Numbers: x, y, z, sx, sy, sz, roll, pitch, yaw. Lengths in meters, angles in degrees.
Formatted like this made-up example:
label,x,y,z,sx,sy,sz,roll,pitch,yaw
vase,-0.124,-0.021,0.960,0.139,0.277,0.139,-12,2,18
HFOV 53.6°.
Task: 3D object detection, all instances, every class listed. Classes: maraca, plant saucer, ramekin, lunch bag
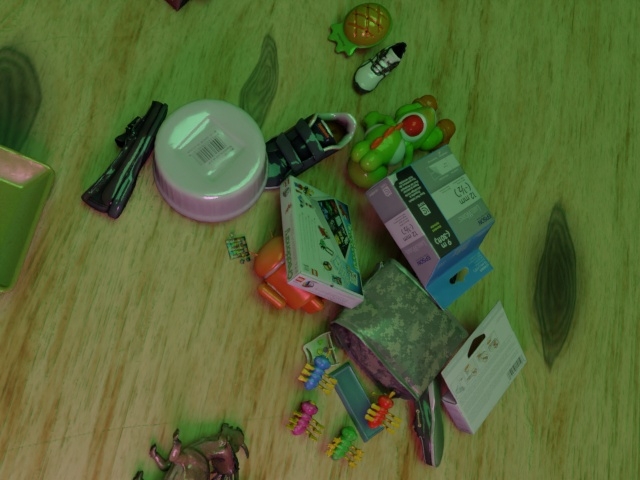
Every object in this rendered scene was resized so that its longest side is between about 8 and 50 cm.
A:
label,x,y,z,sx,sy,sz,roll,pitch,yaw
maraca,0.113,-0.595,1.780,0.186,0.099,0.127,-30,81,-1
plant saucer,0.092,0.400,1.568,0.067,0.018,0.192,-28,88,-26
ramekin,-0.254,-0.192,1.472,0.278,0.135,0.276,2,76,-8
plant saucer,-0.735,-0.070,1.239,0.333,0.081,0.332,25,46,-28
lunch bag,0.178,0.216,1.566,0.287,0.169,0.235,49,65,-10

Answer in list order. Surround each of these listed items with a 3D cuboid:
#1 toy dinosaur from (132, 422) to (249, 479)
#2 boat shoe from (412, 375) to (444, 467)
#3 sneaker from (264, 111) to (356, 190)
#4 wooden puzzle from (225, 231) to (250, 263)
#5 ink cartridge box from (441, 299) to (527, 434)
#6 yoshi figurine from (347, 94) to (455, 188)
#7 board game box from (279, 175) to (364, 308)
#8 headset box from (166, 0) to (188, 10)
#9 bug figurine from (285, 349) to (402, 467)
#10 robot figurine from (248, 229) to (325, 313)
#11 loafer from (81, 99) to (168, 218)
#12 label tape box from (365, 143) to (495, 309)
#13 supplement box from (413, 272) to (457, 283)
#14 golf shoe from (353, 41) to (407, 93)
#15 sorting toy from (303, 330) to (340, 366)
label,x,y,z,sx,sy,sz,roll,pitch,yaw
toy dinosaur,-0.274,0.516,1.334,0.200,0.127,0.295,34,72,-19
boat shoe,0.268,0.454,1.603,0.081,0.069,0.227,16,71,-61
sneaker,-0.046,-0.242,1.610,0.321,0.127,0.126,-35,93,-24
wooden puzzle,-0.202,0.018,1.544,0.049,0.006,0.083,-12,82,-25
ink cartridge box,0.412,0.324,1.648,0.275,0.060,0.238,-44,119,-25
yoshi figurine,0.193,-0.253,1.714,0.362,0.204,0.202,-32,126,-38
board game box,0.000,0.000,1.511,0.193,0.053,0.305,25,40,-32
headset box,-0.374,-0.748,1.602,0.293,0.110,0.218,40,66,-9
bug figurine,0.042,0.401,1.500,0.279,0.072,0.216,35,86,-13
robot figurine,-0.068,0.077,1.521,0.158,0.128,0.219,-44,97,10
loafer,-0.444,-0.200,1.446,0.095,0.109,0.302,23,72,-12
label tape box,0.307,-0.039,1.583,0.249,0.115,0.347,-30,85,-37
supplement box,0.311,0.081,1.700,0.083,0.083,0.056,26,69,-15
golf shoe,0.168,-0.495,1.778,0.077,0.094,0.198,44,67,-9
sorting toy,-0.002,0.272,1.549,0.075,0.045,0.083,-14,83,-18
